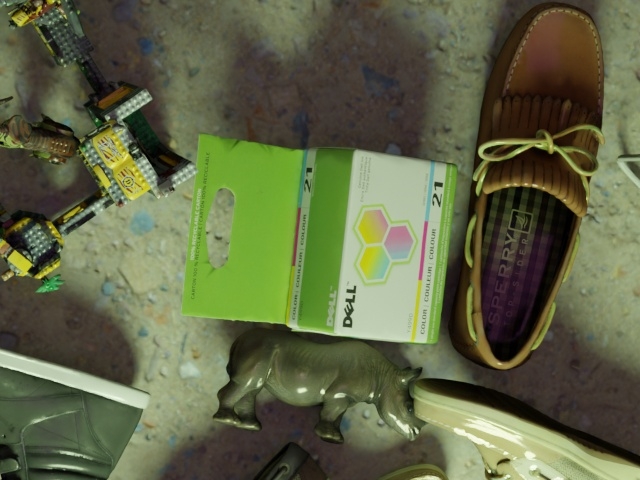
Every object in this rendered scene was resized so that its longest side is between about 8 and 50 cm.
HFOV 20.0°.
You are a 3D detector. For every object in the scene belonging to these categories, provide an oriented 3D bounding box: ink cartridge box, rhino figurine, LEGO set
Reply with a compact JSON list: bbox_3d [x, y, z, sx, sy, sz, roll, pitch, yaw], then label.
[{"bbox_3d":[0.000,0.000,1.794,0.255,0.097,0.189,7,89,-36],"label":"ink cartridge box"},{"bbox_3d":[0.014,0.153,1.862,0.243,0.073,0.106,9,79,-9],"label":"rhino figurine"},{"bbox_3d":[-0.272,-0.117,1.745,0.255,0.192,0.331,-26,103,-10],"label":"LEGO set"}]

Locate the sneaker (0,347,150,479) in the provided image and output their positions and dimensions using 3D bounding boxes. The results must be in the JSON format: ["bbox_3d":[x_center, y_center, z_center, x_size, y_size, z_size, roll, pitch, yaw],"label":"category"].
[{"bbox_3d":[-0.329,0.181,1.809,0.295,0.104,0.147,17,83,-10],"label":"sneaker"}]

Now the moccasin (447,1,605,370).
[{"bbox_3d":[0.211,-0.056,1.845,0.139,0.147,0.380,18,88,-6],"label":"moccasin"}]

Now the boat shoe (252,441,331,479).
[{"bbox_3d":[-0.112,0.312,1.840,0.285,0.103,0.092,-35,88,-9],"label":"boat shoe"}]

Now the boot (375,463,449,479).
[{"bbox_3d":[0.048,0.306,1.819,0.213,0.165,0.077,-30,94,-4],"label":"boot"}]

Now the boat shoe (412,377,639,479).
[{"bbox_3d":[0.220,0.230,1.861,0.302,0.109,0.098,24,96,-18],"label":"boat shoe"}]

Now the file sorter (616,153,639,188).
[{"bbox_3d":[0.469,-0.114,1.859,0.193,0.173,0.278,44,86,-5],"label":"file sorter"}]
